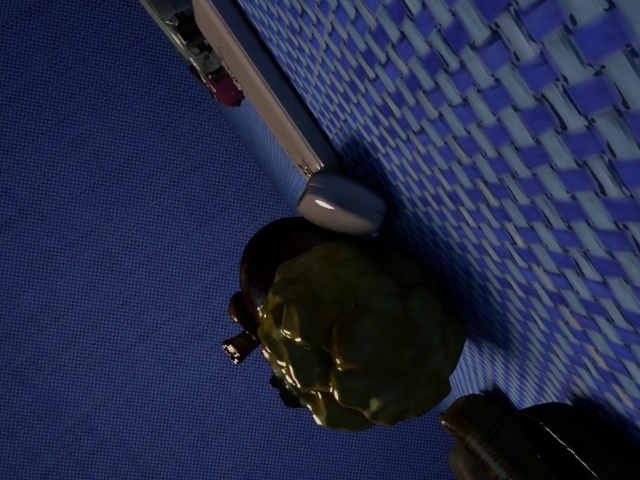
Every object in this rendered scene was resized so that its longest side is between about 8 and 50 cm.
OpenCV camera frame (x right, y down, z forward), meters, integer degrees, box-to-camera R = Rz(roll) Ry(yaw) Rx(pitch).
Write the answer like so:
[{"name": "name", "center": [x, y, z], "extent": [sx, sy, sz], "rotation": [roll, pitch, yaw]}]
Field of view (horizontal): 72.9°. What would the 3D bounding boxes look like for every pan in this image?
[{"name": "pan", "center": [0.226, 0.192, 0.298], "extent": [0.128, 0.048, 0.202], "rotation": [54, 179, -29]}]

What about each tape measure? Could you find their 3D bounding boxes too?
[{"name": "tape measure", "center": [-0.193, -0.310, 0.814], "extent": [0.118, 0.074, 0.125], "rotation": [50, 177, 38]}, {"name": "tape measure", "center": [-0.267, -0.411, 0.706], "extent": [0.330, 0.084, 0.164], "rotation": [52, 174, 15]}]

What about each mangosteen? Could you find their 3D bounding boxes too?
[{"name": "mangosteen", "center": [-0.023, 0.099, 0.828], "extent": [0.297, 0.293, 0.297], "rotation": [12, -176, -1]}]

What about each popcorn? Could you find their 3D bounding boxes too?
[{"name": "popcorn", "center": [0.050, 0.103, 0.545], "extent": [0.252, 0.215, 0.286], "rotation": [19, -165, -26]}]

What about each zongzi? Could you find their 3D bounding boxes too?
[{"name": "zongzi", "center": [0.276, 0.305, 0.635], "extent": [0.187, 0.084, 0.184], "rotation": [47, -172, 28]}]

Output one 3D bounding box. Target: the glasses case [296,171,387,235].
[{"name": "glasses case", "center": [0.019, -0.042, 0.536], "extent": [0.092, 0.059, 0.233], "rotation": [22, 180, -7]}]

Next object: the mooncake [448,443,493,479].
[{"name": "mooncake", "center": [0.351, 0.475, 0.783], "extent": [0.275, 0.135, 0.275], "rotation": [56, 175, 7]}]

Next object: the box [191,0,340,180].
[{"name": "box", "center": [-0.075, -0.200, 0.575], "extent": [0.285, 0.044, 0.142], "rotation": [55, 174, -12]}]
